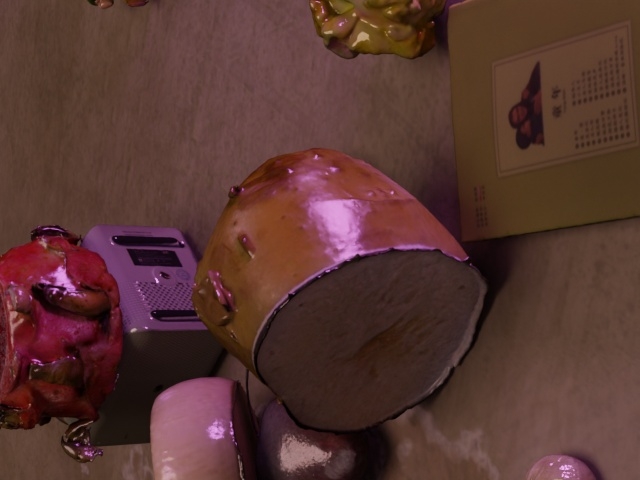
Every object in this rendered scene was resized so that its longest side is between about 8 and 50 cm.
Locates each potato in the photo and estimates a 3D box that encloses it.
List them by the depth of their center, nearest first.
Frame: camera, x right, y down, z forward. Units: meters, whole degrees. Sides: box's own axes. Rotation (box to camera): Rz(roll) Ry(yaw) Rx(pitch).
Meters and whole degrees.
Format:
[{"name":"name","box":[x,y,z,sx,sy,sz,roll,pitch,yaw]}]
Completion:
[{"name":"potato","box":[0.011,0.035,1.827,0.246,0.299,0.196,-34,54,3]}]

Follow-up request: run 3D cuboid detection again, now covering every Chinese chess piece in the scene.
[{"name":"Chinese chess piece","box":[-0.110,0.272,2.055,0.250,0.103,0.250,-11,-90,-84]}]

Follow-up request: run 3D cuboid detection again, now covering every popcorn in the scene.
[{"name":"popcorn","box":[0.056,-0.242,1.866,0.145,0.126,0.126,14,113,29]}]

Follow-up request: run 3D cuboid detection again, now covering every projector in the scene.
[{"name":"projector","box":[-0.231,0.122,2.265,0.177,0.163,0.242,58,133,37]}]

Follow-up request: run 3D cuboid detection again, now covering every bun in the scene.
[{"name":"bun","box":[0.215,0.236,1.730,0.086,0.055,0.086,5,96,56]}]

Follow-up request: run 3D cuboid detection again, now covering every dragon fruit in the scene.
[{"name":"dragon fruit","box":[-0.324,0.111,2.142,0.211,0.147,0.282,-25,66,47]}]

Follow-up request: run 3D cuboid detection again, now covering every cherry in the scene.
[{"name":"cherry","box":[-0.009,0.191,1.999,0.148,0.115,0.188,170,102,-76]}]

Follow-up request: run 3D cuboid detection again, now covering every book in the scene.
[{"name":"book","box":[0.236,-0.131,1.693,0.352,0.035,0.239,-11,82,55]}]

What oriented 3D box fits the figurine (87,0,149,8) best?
[{"name":"figurine","box":[-0.302,-0.381,2.365,0.263,0.143,0.162,36,130,28]}]
